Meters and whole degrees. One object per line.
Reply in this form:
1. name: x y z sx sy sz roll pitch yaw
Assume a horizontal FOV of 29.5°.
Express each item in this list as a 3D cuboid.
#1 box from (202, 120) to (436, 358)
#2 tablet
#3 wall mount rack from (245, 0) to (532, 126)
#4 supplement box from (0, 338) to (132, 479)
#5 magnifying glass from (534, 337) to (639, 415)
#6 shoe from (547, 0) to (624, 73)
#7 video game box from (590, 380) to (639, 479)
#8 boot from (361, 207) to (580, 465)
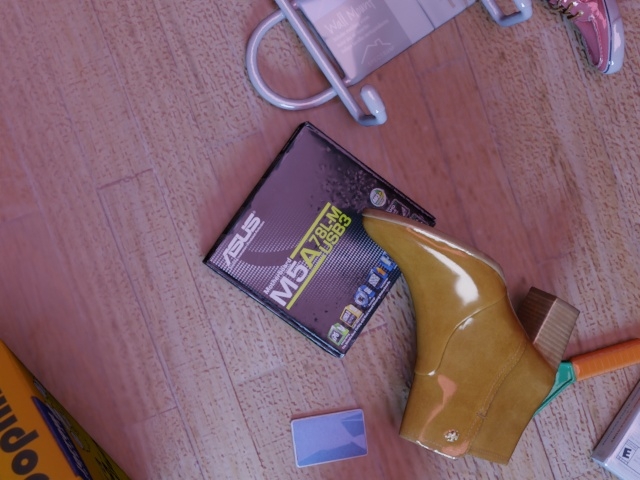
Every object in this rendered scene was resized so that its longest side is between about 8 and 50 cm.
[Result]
1. box: 0.000 0.000 1.318 0.184 0.045 0.191 37 83 -14
2. tablet: 0.010 0.219 1.347 0.083 0.006 0.054 -8 93 -13
3. wall mount rack: 0.054 -0.303 1.275 0.350 0.130 0.304 -36 99 -10
4. supplement box: -0.257 0.285 1.102 0.195 0.194 0.356 -36 141 -8
5. magnifying glass: 0.265 0.155 1.393 0.231 0.026 0.092 -14 95 -9
6. shoe: 0.282 -0.269 1.363 0.081 0.063 0.178 -11 89 -10
7. video game box: 0.447 0.234 1.421 0.205 0.048 0.187 36 86 -11
8. boot: 0.128 0.111 1.289 0.295 0.104 0.211 29 88 -21
